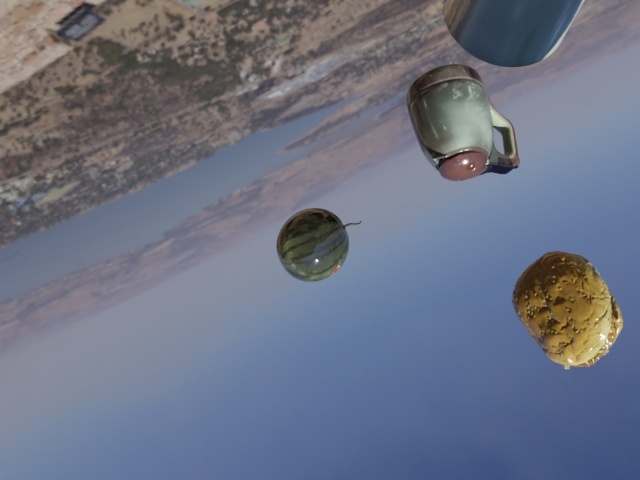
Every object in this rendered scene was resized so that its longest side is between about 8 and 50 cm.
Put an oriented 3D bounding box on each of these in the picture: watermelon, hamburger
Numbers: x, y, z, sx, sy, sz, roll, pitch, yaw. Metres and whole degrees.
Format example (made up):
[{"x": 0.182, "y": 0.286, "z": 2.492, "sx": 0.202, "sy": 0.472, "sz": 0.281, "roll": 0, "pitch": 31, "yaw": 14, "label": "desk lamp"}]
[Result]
[{"x": 0.000, "y": 0.000, "z": 0.895, "sx": 0.133, "sy": 0.105, "sz": 0.105, "roll": -30, "pitch": -177, "yaw": -4, "label": "watermelon"}, {"x": 0.616, "y": 0.173, "z": 1.552, "sx": 0.145, "sy": 0.283, "sz": 0.259, "roll": -7, "pitch": 142, "yaw": -37, "label": "hamburger"}]

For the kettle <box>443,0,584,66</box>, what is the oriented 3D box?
[{"x": 0.375, "y": -0.564, "z": 1.084, "sx": 0.250, "sy": 0.361, "sz": 0.376, "roll": -2, "pitch": 162, "yaw": -3, "label": "kettle"}]

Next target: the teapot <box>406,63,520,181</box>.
[{"x": 0.427, "y": -0.314, "z": 1.797, "sx": 0.315, "sy": 0.312, "sz": 0.233, "roll": 1, "pitch": 152, "yaw": -16, "label": "teapot"}]
